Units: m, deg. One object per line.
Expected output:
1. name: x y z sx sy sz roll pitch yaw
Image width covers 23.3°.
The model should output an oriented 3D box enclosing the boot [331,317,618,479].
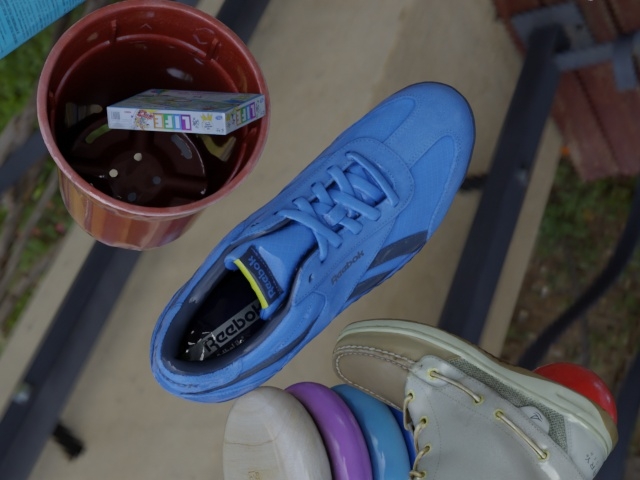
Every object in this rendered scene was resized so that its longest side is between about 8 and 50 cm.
1. boot: 0.071 0.149 1.044 0.213 0.165 0.077 20 148 25

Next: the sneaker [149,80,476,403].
1. sneaker: 0.000 0.000 0.759 0.069 0.209 0.082 45 176 8

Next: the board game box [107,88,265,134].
1. board game box: -0.155 -0.150 1.799 0.154 0.103 0.026 5 109 24

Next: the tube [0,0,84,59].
1. tube: -0.242 -0.209 1.313 0.052 0.207 0.080 21 140 46

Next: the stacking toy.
1. stacking toy: 0.096 0.158 1.215 0.330 0.141 0.141 -8 151 -27

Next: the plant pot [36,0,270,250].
1. plant pot: -0.218 -0.118 1.920 0.272 0.272 0.265 26 159 -3
